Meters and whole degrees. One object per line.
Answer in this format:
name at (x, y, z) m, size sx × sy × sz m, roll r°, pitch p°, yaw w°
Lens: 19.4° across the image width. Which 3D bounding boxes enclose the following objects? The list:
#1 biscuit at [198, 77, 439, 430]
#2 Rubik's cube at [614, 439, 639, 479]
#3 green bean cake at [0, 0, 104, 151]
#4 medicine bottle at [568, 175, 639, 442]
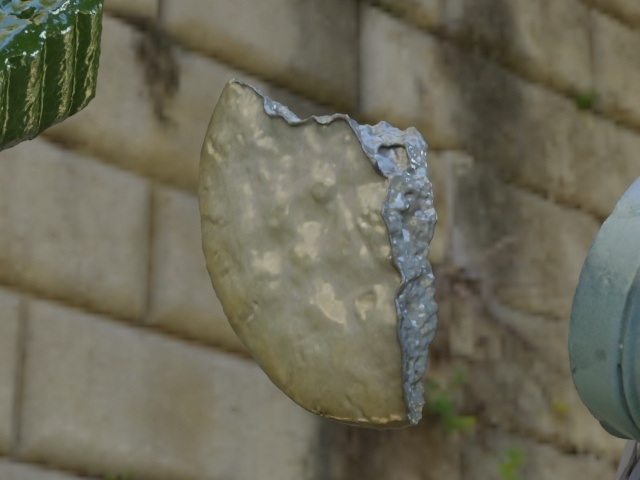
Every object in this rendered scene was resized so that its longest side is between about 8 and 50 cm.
biscuit at (0.000, 0.000, 1.173) m, size 0.040 × 0.265 × 0.188 m, roll 1°, pitch -42°, yaw -48°
Rubik's cube at (0.429, 0.173, 1.467) m, size 0.359 × 0.363 × 0.362 m, roll 18°, pitch -25°, yaw 3°
green bean cake at (-0.302, -0.138, 1.366) m, size 0.222 × 0.248 × 0.125 m, roll 23°, pitch -48°, yaw 16°
medicine bottle at (0.313, 0.076, 1.085) m, size 0.245 × 0.245 × 0.290 m, roll 23°, pitch -1°, yaw -45°
